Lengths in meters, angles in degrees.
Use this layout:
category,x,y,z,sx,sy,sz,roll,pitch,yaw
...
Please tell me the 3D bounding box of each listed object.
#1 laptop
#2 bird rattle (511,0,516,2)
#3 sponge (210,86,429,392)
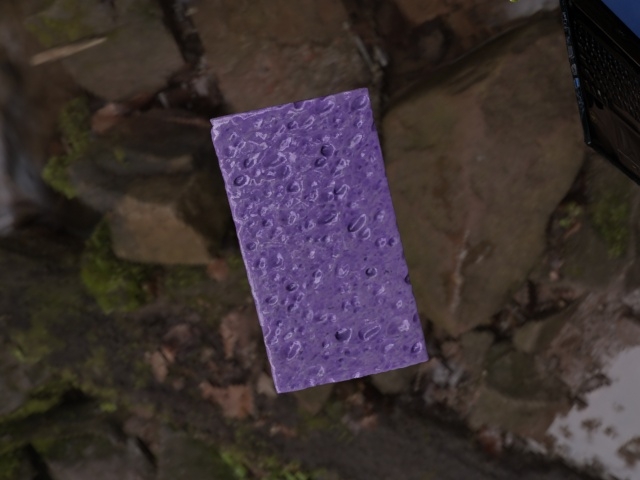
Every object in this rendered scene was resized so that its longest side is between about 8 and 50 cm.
category,x,y,z,sx,sy,sz,roll,pitch,yaw
laptop,0.350,-0.189,1.305,0.136,0.234,0.264,-22,59,32
bird rattle,0.192,-0.398,1.486,0.143,0.207,0.253,-40,110,-3
sponge,0.000,0.000,0.963,0.117,0.031,0.210,-13,99,2
